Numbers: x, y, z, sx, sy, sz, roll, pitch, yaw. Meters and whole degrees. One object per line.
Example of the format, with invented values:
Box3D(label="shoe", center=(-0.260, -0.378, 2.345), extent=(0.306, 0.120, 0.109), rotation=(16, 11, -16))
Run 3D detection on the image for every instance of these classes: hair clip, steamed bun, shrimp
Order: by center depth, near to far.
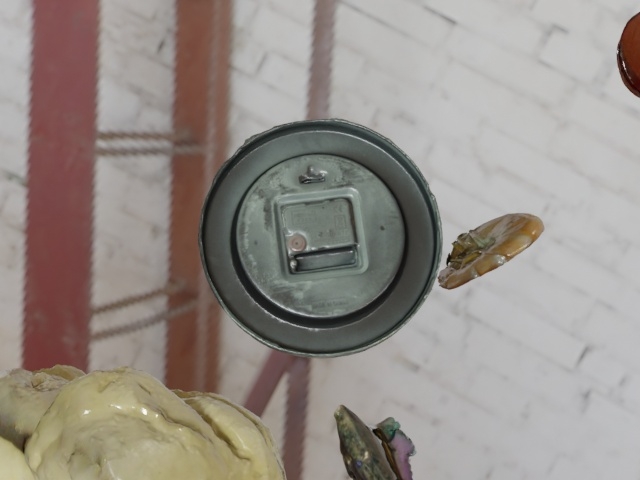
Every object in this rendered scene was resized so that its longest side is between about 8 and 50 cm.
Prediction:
Box3D(label="steamed bun", center=(-0.165, 0.248, 1.445), extent=(0.372, 0.230, 0.325), rotation=(5, -51, 53))
Box3D(label="hair clip", center=(0.079, 0.297, 1.514), extent=(0.110, 0.095, 0.358), rotation=(-11, 36, -11))
Box3D(label="shrimp", center=(0.196, 0.024, 1.878), extent=(0.053, 0.133, 0.236), rotation=(44, -22, -11))

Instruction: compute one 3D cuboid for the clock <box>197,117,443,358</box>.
Box3D(label="clock", center=(0.000, 0.000, 1.394), extent=(0.226, 0.226, 0.049), rotation=(28, -14, 5))

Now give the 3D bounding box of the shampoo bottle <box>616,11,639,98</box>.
Box3D(label="shampoo bottle", center=(0.310, -0.127, 1.017), extent=(0.260, 0.064, 0.102), rotation=(-5, 56, -35))
